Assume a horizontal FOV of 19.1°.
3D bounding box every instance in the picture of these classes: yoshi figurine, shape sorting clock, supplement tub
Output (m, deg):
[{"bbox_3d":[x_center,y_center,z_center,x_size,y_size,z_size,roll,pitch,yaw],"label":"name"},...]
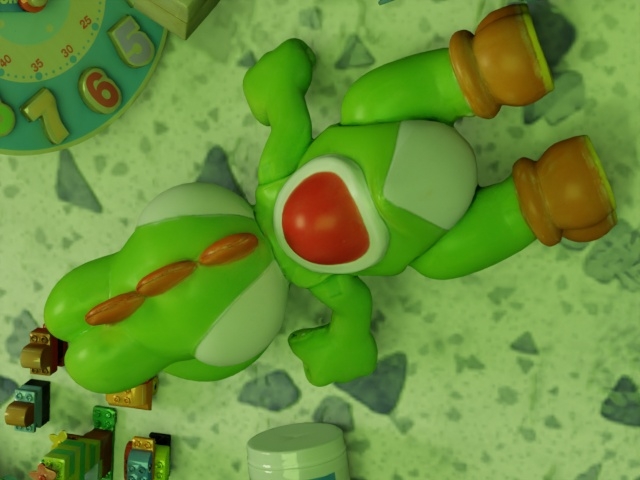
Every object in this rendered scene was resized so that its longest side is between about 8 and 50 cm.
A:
[{"bbox_3d":[-0.001,-0.009,1.237,0.362,0.203,0.203,-24,136,6],"label":"yoshi figurine"},{"bbox_3d":[-0.190,-0.157,1.235,0.206,0.040,0.206,-4,98,-27],"label":"shape sorting clock"},{"bbox_3d":[-0.011,0.186,1.308,0.071,0.071,0.107,-4,102,17],"label":"supplement tub"}]

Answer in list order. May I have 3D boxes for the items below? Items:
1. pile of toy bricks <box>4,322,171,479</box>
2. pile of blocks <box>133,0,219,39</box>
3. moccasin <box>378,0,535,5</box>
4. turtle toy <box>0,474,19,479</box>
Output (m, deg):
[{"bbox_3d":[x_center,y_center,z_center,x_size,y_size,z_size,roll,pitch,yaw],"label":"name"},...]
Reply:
[{"bbox_3d":[-0.171,0.160,1.328,0.118,0.105,0.212,5,103,15],"label":"pile of toy bricks"},{"bbox_3d":[-0.049,-0.304,1.159,0.112,0.149,0.362,33,105,9],"label":"pile of blocks"},{"bbox_3d":[0.138,-0.211,1.151,0.342,0.117,0.138,-1,102,16],"label":"moccasin"},{"bbox_3d":[-0.252,0.219,1.382,0.130,0.066,0.095,-42,54,29],"label":"turtle toy"}]
